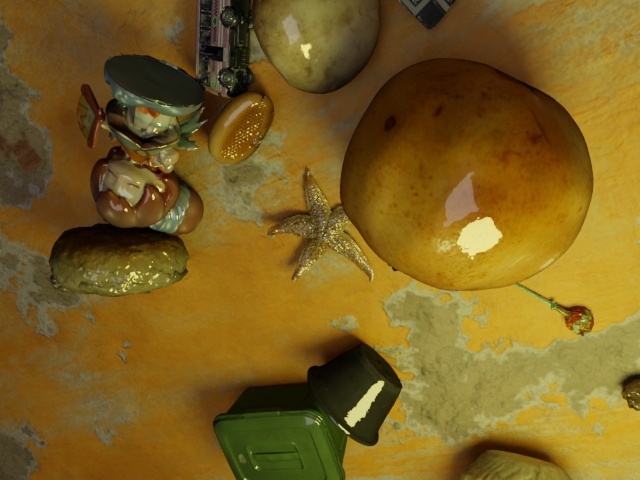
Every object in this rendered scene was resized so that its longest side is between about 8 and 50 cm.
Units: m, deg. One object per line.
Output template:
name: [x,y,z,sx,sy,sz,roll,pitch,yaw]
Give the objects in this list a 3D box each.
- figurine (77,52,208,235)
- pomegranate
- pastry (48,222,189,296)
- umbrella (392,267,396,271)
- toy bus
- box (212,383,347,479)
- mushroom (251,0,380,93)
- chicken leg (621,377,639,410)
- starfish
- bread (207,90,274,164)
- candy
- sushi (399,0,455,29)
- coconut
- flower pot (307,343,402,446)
figurine: [-0.380,-0.186,1.032,0.276,0.248,0.388,32,124,6]
pomegranate: [0.227,-0.100,0.821,0.415,0.417,0.418,7,114,15]
pastry: [-0.472,0.038,1.148,0.329,0.329,0.137,6,103,16]
umbrella: [0.138,-0.041,1.046,0.070,0.071,0.249,-21,108,24]
toy bus: [-0.201,-0.401,0.983,0.108,0.096,0.199,15,114,16]
box: [-0.095,0.518,1.291,0.328,0.178,0.253,-11,110,20]
mushroom: [-0.006,-0.401,0.869,0.254,0.184,0.255,-3,102,-14]
chicken leg: [0.740,0.311,0.997,0.197,0.069,0.085,-24,79,18]
starfish: [0.000,-0.001,1.114,0.231,0.048,0.295,-33,101,16]
bread: [-0.173,-0.247,1.038,0.114,0.078,0.189,24,119,-32]
candy: [0.493,0.138,1.019,0.184,0.049,0.056,32,88,10]
sushi: [0.193,-0.519,0.829,0.192,0.051,0.215,36,113,-16]
coconut: [0.456,0.661,1.084,0.328,0.329,0.329,7,114,15]
flower pot: [0.098,0.348,1.152,0.235,0.235,0.148,42,97,-2]
